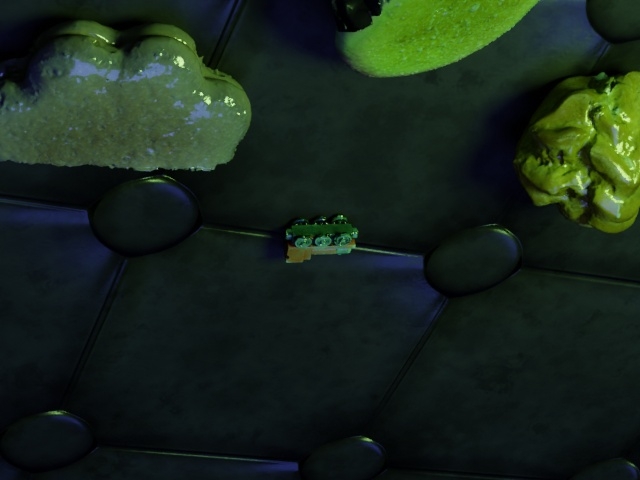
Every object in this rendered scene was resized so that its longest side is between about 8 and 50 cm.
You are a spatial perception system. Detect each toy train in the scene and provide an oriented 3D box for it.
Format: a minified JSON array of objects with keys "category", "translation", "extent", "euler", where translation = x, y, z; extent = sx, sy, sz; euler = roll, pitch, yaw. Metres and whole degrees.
[{"category":"toy train","translation":[0.000,0.000,2.278],"extent":[0.103,0.044,0.064],"euler":[-3,140,-10]}]

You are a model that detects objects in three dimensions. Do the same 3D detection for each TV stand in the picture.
[{"category":"TV stand","translation":[0.018,-0.353,1.807],"extent":[0.042,0.036,0.249],"euler":[-20,107,-26]}]

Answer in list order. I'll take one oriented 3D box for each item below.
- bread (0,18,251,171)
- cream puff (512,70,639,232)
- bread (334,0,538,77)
[{"category":"bread","translation":[-0.247,-0.179,1.971],"extent":[0.337,0.102,0.183],"euler":[0,132,-13]},{"category":"cream puff","translation":[0.344,-0.109,2.165],"extent":[0.195,0.194,0.221],"euler":[-7,133,-9]},{"category":"bread","translation":[0.158,-0.280,1.945],"extent":[0.301,0.045,0.301],"euler":[-23,160,-9]}]
